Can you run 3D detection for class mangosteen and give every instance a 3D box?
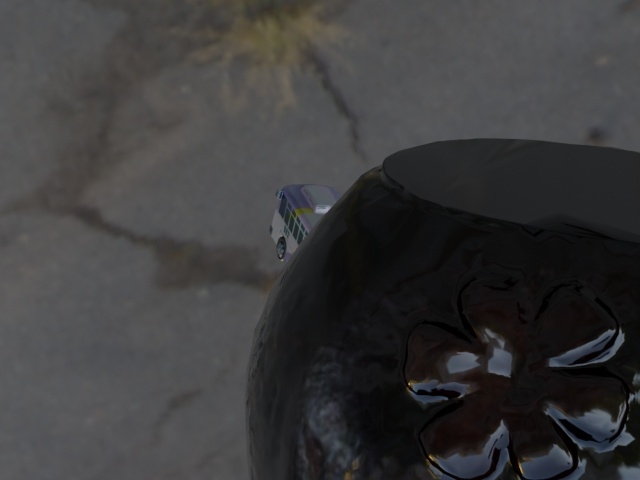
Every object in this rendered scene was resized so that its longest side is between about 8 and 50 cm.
[{"bbox_3d":[0.107,0.078,0.789,0.287,0.233,0.287,0,-167,0],"label":"mangosteen"}]

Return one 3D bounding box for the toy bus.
[{"bbox_3d":[0.000,0.000,1.410,0.052,0.102,0.058,2,121,-23],"label":"toy bus"}]
